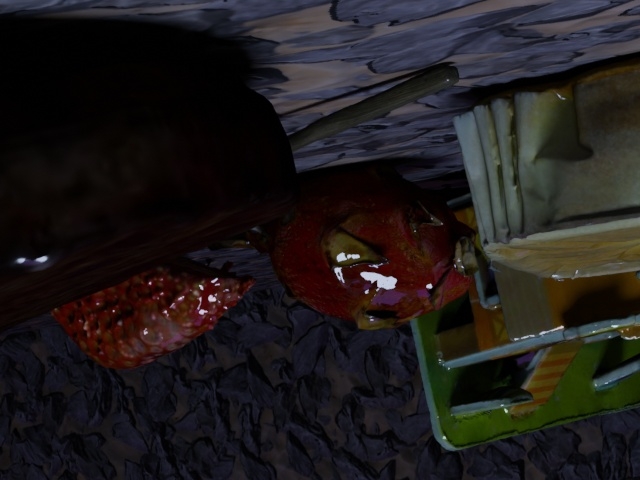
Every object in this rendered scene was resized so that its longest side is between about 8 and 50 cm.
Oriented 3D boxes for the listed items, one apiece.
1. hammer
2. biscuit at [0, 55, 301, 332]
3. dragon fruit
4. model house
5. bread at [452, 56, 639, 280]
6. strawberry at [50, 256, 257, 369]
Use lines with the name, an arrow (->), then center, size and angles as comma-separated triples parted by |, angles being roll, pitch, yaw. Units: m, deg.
hammer -> -0.032, -0.052, 0.927 | 0.292, 0.058, 0.029 | -20, 170, 43
biscuit -> -0.206, 0.012, 0.727 | 0.407, 0.091, 0.407 | -20, 178, -1
dragon fruit -> 0.000, 0.000, 1.248 | 0.246, 0.125, 0.125 | 12, 155, 32
model house -> 0.293, 0.029, 1.401 | 0.358, 0.242, 0.313 | -2, 170, -45
bread -> 0.201, -0.048, 0.966 | 0.210, 0.109, 0.192 | -11, 169, 26
strawberry -> -0.152, 0.055, 1.342 | 0.175, 0.106, 0.236 | 11, -176, -7
